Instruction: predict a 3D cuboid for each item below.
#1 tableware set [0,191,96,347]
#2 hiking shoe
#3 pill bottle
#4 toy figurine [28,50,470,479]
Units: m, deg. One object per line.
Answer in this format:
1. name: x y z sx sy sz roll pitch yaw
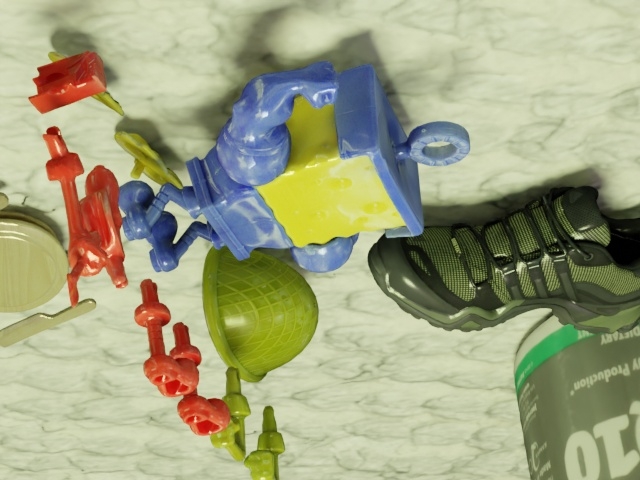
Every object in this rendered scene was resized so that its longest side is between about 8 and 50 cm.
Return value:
1. tableware set: -0.264 0.030 1.124 0.194 0.039 0.128 -22 131 13
2. hiking shoe: 0.144 0.001 1.121 0.227 0.086 0.114 3 134 -25
3. pill bottle: 0.269 0.231 1.214 0.204 0.361 0.204 -5 146 -3
4. toy figurine: 0.000 0.000 0.999 0.217 0.191 0.362 -19 145 10
